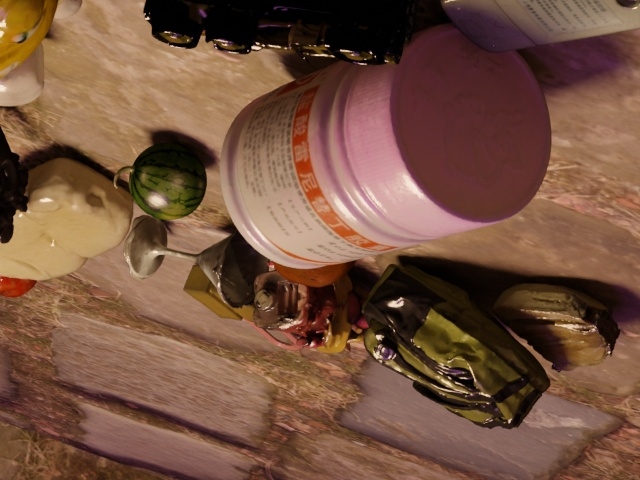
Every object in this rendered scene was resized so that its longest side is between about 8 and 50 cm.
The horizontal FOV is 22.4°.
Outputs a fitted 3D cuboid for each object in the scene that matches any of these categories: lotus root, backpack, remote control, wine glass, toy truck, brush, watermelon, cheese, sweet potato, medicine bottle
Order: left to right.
[{"bbox_3d":[-0.382,-0.026,2.247,0.159,0.093,0.263,30,140,-33],"label":"cheese"},{"bbox_3d":[-0.194,-0.077,2.020,0.109,0.109,0.109,17,158,7],"label":"watermelon"},{"bbox_3d":[-0.172,0.021,2.222,0.182,0.122,0.122,13,158,32],"label":"wine glass"},{"bbox_3d":[-0.097,0.109,2.439,0.103,0.047,0.233,3,154,36],"label":"brush"},{"bbox_3d":[-0.029,-0.225,1.510,0.257,0.127,0.127,8,170,25],"label":"toy truck"},{"bbox_3d":[-0.002,0.002,2.008,0.112,0.112,0.359,25,171,-12],"label":"sweet potato"},{"bbox_3d":[0.057,-0.089,1.638,0.202,0.202,0.316,31,155,-25],"label":"medicine bottle"},{"bbox_3d":[0.175,0.146,2.096,0.253,0.140,0.207,32,174,43],"label":"backpack"},{"bbox_3d":[0.218,-0.214,1.426,0.233,0.038,0.098,-4,149,43],"label":"remote control"},{"bbox_3d":[0.314,0.099,2.037,0.144,0.070,0.143,-4,139,49],"label":"lotus root"}]

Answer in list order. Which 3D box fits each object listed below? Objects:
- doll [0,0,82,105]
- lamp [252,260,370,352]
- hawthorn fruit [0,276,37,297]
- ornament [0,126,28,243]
[{"bbox_3d":[-0.395,-0.217,1.680,0.348,0.161,0.423,-28,175,14],"label":"doll"},{"bbox_3d":[0.019,0.097,2.221,0.118,0.118,0.253,0,171,40],"label":"lamp"},{"bbox_3d":[-0.471,0.019,2.420,0.132,0.138,0.133,15,161,5],"label":"hawthorn fruit"},{"bbox_3d":[-0.462,-0.074,2.006,0.106,0.251,0.260,8,133,23],"label":"ornament"}]
